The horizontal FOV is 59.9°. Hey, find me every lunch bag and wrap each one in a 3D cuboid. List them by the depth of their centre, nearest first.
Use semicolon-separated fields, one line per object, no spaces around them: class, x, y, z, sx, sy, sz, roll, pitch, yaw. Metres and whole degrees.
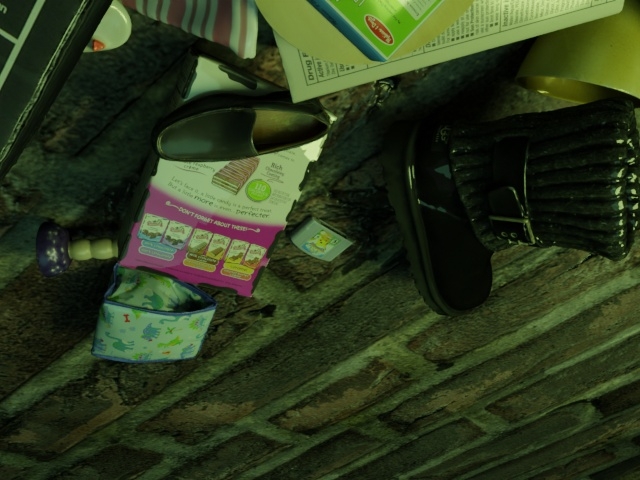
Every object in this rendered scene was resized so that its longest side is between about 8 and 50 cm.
lunch bag;-0.236;0.112;0.799;0.151;0.096;0.128;16;130;-14

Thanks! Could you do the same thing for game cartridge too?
game cartridge;0.000;0.000;0.794;0.083;0.017;0.056;28;127;-35

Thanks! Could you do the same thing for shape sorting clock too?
shape sorting clock;0.043;-0.220;0.392;0.206;0.040;0.206;-14;137;-14

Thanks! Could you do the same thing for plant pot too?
plant pot;0.285;-0.201;0.580;0.134;0.134;0.095;10;102;-22

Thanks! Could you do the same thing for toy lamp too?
toy lamp;-0.206;0.007;0.711;0.275;0.080;0.080;-1;136;-8

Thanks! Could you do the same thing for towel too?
towel;-0.128;-0.235;0.427;0.197;0.029;0.144;28;139;18

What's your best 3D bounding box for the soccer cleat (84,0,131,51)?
soccer cleat;-0.260;-0.211;0.468;0.196;0.076;0.068;8;126;-15

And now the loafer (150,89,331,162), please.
loafer;-0.072;-0.105;0.520;0.170;0.061;0.062;-17;120;-12

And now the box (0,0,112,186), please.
box;-0.258;-0.201;0.292;0.296;0.182;0.294;32;127;-27

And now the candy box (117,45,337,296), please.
candy box;-0.107;-0.066;0.607;0.159;0.071;0.233;18;109;-28

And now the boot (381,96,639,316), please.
boot;0.239;-0.011;0.673;0.260;0.131;0.348;2;144;29

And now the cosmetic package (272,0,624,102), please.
cosmetic package;0.099;-0.250;0.484;0.310;0.113;0.160;-13;136;2
